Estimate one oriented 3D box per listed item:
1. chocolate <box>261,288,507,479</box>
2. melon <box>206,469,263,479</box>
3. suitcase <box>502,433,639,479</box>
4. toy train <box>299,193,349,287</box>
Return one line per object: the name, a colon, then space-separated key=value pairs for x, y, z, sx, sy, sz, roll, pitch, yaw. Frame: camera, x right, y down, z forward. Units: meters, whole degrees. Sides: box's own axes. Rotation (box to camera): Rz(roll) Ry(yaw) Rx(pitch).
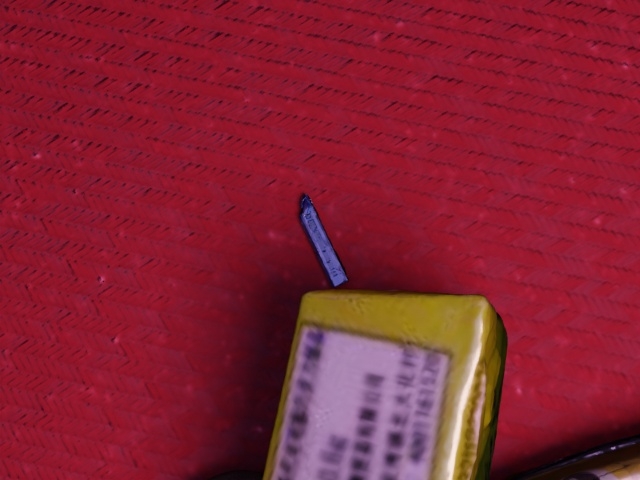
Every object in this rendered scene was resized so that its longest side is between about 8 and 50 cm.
chocolate: x=0.046 y=0.185 z=0.841 sx=0.137 sy=0.289 sz=0.300 roll=10 pitch=84 yaw=13
melon: x=-0.077 y=0.239 z=0.925 sx=0.131 sy=0.098 sz=0.098 roll=-36 pitch=85 yaw=2
suitcase: x=0.254 y=0.248 z=0.898 sx=0.235 sy=0.143 sz=0.194 roll=-17 pitch=85 yaw=-2
toy train: x=0.000 y=0.000 z=0.990 sx=0.017 sy=0.017 sz=0.083 roll=-26 pitch=84 yaw=5
